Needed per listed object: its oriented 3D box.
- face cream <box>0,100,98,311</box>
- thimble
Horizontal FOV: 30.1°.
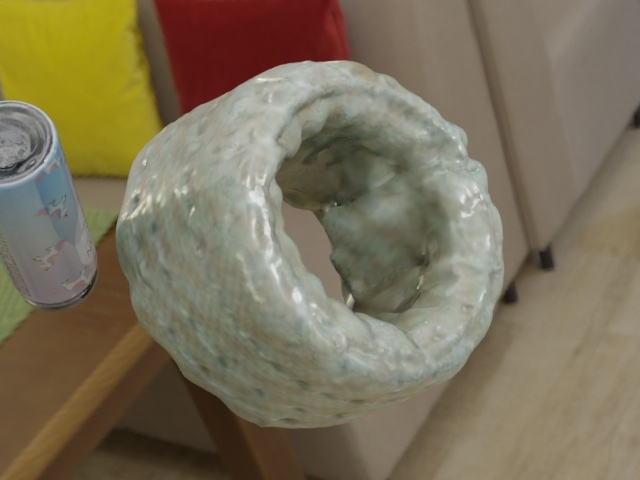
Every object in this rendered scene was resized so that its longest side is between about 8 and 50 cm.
[{"bbox_3d":[-0.217,-0.012,0.910,0.075,0.229,0.075,0,62,-1],"label":"face cream"},{"bbox_3d":[0.000,0.000,0.963,0.195,0.291,0.291,-25,20,48],"label":"thimble"}]
